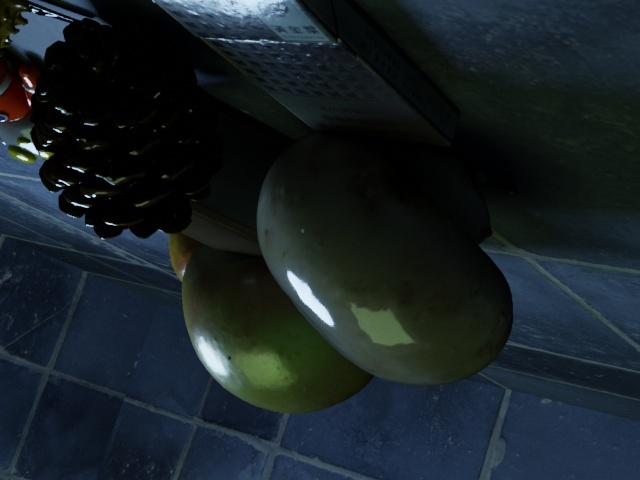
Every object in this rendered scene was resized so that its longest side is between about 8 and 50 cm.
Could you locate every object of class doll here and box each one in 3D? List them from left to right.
[{"bbox_3d":[-0.448,-0.189,1.598,0.200,0.105,0.336,-6,158,24],"label":"doll"}]

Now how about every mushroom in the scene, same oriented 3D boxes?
[{"bbox_3d":[0.098,0.003,1.338,0.362,0.294,0.362,45,175,5],"label":"mushroom"}]

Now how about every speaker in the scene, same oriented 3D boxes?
[{"bbox_3d":[-0.144,-0.086,1.498,0.231,0.153,0.193,26,167,-33],"label":"speaker"}]

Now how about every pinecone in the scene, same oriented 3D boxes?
[{"bbox_3d":[-0.225,-0.132,1.259,0.224,0.224,0.272,15,140,18],"label":"pinecone"}]

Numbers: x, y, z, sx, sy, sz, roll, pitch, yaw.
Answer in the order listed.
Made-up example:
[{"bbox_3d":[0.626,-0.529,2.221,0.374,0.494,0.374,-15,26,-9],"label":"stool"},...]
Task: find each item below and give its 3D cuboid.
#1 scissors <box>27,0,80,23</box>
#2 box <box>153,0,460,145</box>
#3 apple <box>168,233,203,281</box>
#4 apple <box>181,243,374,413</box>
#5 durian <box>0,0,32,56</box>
[{"bbox_3d":[-0.414,-0.297,1.241,0.318,0.024,0.160,19,169,-6],"label":"scissors"},{"bbox_3d":[-0.008,-0.182,1.084,0.180,0.047,0.325,10,167,35],"label":"box"},{"bbox_3d":[-0.168,0.010,1.894,0.196,0.195,0.196,18,169,4],"label":"apple"},{"bbox_3d":[-0.046,0.116,1.689,0.319,0.319,0.277,10,126,39],"label":"apple"},{"bbox_3d":[-0.407,-0.255,1.135,0.191,0.112,0.341,19,156,-9],"label":"durian"}]
